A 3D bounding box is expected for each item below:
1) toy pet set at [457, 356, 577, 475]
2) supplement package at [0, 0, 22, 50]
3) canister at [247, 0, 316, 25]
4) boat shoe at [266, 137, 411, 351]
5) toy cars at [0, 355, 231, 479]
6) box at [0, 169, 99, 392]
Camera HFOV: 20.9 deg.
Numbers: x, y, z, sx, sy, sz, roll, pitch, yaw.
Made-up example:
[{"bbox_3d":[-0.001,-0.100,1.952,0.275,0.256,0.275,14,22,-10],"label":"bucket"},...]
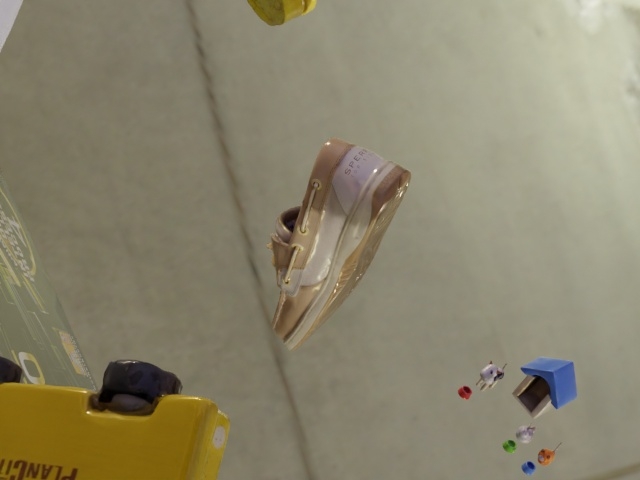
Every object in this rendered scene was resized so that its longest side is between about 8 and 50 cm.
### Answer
[{"bbox_3d":[0.232,0.173,1.875,0.114,0.065,0.122,-20,63,-48],"label":"toy pet set"},{"bbox_3d":[-0.147,-0.125,0.454,0.139,0.244,0.134,17,18,-36],"label":"supplement package"},{"bbox_3d":[0.015,-0.228,1.077,0.170,0.073,0.126,-31,105,-15],"label":"canister"},{"bbox_3d":[0.000,0.000,1.039,0.059,0.170,0.063,37,46,9],"label":"boat shoe"},{"bbox_3d":[-0.195,0.175,0.801,0.087,0.393,0.176,41,16,-50],"label":"toy cars"},{"bbox_3d":[-0.221,0.105,1.118,0.395,0.097,0.318,65,5,10],"label":"box"}]
